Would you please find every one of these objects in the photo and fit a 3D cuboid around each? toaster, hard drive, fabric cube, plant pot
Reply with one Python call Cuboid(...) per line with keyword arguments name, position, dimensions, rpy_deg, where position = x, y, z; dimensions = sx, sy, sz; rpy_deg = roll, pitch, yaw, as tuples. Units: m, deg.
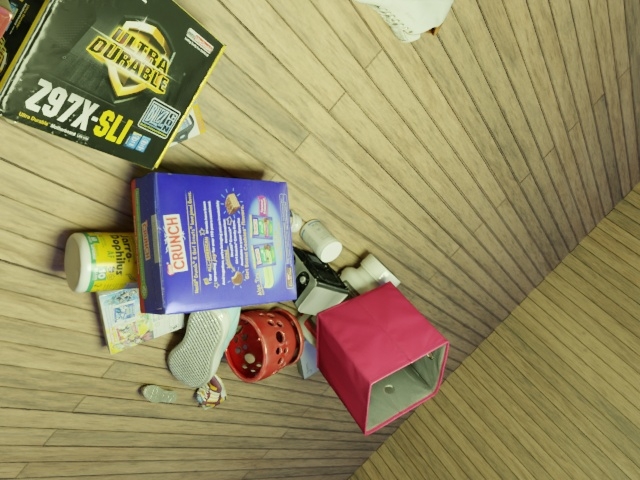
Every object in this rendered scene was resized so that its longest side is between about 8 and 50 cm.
Cuboid(name="toaster", position=(-0.025, 0.111, 1.458), dimensions=(0.185, 0.168, 0.110), rpy_deg=(20, 115, -49))
Cuboid(name="hard drive", position=(0.070, 0.329, 1.860), dimensions=(0.352, 0.047, 0.233), rpy_deg=(-28, 141, -19))
Cuboid(name="fabric cube", position=(0.161, 0.319, 1.464), dimensions=(0.258, 0.258, 0.254), rpy_deg=(-22, 135, -22))
Cuboid(name="plant pot", position=(-0.153, 0.284, 1.497), dimensions=(0.174, 0.191, 0.191), rpy_deg=(-10, 133, -45))

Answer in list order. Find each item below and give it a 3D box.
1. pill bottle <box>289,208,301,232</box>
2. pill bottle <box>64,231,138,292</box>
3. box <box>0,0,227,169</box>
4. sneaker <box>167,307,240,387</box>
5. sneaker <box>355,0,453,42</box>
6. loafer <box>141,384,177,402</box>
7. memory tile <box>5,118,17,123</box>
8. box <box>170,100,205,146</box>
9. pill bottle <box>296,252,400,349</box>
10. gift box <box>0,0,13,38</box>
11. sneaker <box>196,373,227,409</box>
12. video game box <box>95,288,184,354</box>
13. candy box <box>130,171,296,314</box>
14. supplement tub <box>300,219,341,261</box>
Cuboid(name="pill bottle", position=(-0.105, -0.051, 1.303), dimensions=(0.120, 0.067, 0.067), rpy_deg=(10, 119, -47))
Cuboid(name="pill bottle", position=(-0.398, 0.041, 1.084), dimensions=(0.208, 0.118, 0.118), rpy_deg=(-1, 127, -41))
Cuboid(name="box", position=(-0.308, -0.264, 0.792), dimensions=(0.257, 0.079, 0.322), rpy_deg=(-56, 160, 6))
Cuboid(name="sneaker", position=(-0.287, 0.256, 1.399), dimensions=(0.366, 0.135, 0.150), rpy_deg=(-54, 175, 40))
Cuboid(name="sneaker", position=(0.166, -0.471, 1.098), dimensions=(0.289, 0.106, 0.123), rpy_deg=(-12, 131, -37))
Cuboid(name="loafer", position=(-0.457, 0.430, 1.485), dimensions=(0.125, 0.039, 0.045), rpy_deg=(38, 64, -50))
Cuboid(name="memory tile", position=(-0.475, -0.242, 0.790), dimensions=(0.113, 0.012, 0.148), rpy_deg=(-44, 158, 2))
Cuboid(name="box", position=(-0.291, -0.218, 1.000), dimensions=(0.136, 0.028, 0.081), rpy_deg=(-30, 142, -19))
Cuboid(name="pill bottle", position=(0.091, 0.195, 1.636), dimensions=(0.318, 0.176, 0.176), rpy_deg=(-46, 143, 6))
Cuboid(name="gift box", position=(-0.486, -0.274, 0.567), dimensions=(0.276, 0.258, 0.255), rpy_deg=(-46, 144, 11))
Cuboid(name="sneaker", position=(-0.335, 0.451, 1.591), dimensions=(0.083, 0.069, 0.186), rpy_deg=(-31, 141, -23))
Cuboid(name="video game box", position=(-0.417, 0.158, 1.242), dimensions=(0.187, 0.048, 0.205), rpy_deg=(-20, 138, -31))
Cuboid(name="candy box", position=(-0.213, 0.006, 1.098), dimensions=(0.317, 0.122, 0.269), rpy_deg=(0, 83, -44))
Cuboid(name="supplement tub", position=(0.000, 0.000, 1.416), dimensions=(0.070, 0.107, 0.071), rpy_deg=(-25, 140, -22))
